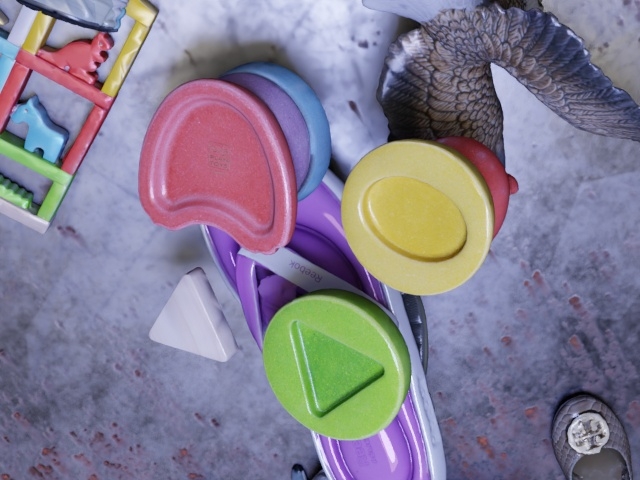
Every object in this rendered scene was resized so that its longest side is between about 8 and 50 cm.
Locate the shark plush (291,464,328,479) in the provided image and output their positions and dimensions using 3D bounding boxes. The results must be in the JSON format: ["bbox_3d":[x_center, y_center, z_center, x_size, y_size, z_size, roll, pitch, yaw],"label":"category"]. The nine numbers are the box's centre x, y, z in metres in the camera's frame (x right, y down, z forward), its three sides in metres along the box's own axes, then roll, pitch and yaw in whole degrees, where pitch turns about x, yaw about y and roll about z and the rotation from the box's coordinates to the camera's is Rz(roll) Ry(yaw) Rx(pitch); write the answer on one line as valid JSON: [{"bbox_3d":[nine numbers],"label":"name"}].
[{"bbox_3d":[-0.011,0.320,1.068,0.073,0.067,0.161,17,109,-8],"label":"shark plush"}]

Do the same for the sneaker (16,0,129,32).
[{"bbox_3d":[-0.287,-0.277,0.802,0.283,0.110,0.122,20,92,-14],"label":"sneaker"}]

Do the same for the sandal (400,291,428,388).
[{"bbox_3d":[0.060,0.176,1.007,0.120,0.086,0.303,6,111,21],"label":"sandal"}]

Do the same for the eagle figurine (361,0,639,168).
[{"bbox_3d":[0.153,-0.156,0.830,0.225,0.226,0.298,-26,105,-11],"label":"eagle figurine"}]

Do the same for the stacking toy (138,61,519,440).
[{"bbox_3d":[0.000,0.000,0.830,0.309,0.130,0.280,24,118,20],"label":"stacking toy"}]

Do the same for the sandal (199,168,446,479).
[{"bbox_3d":[0.000,0.083,0.900,0.169,0.102,0.416,-29,91,25],"label":"sandal"}]

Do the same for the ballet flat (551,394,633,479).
[{"bbox_3d":[0.316,0.286,1.067,0.084,0.058,0.250,-15,110,4],"label":"ballet flat"}]

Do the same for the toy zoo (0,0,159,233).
[{"bbox_3d":[-0.281,-0.173,0.896,0.192,0.030,0.293,29,108,-11],"label":"toy zoo"}]
